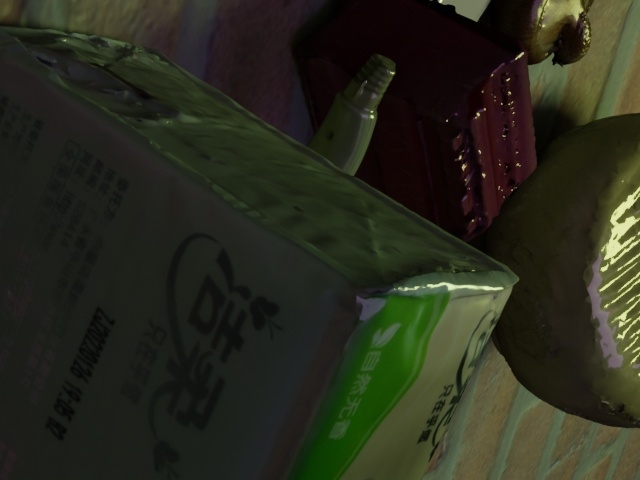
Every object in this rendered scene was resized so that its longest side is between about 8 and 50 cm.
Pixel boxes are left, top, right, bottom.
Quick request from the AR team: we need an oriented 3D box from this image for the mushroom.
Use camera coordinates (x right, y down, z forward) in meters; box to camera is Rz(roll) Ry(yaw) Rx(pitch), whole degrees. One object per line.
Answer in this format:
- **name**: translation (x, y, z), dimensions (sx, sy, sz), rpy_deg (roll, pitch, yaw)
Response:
- **mushroom**: translation (0.203, -0.212, 1.373), dimensions (0.127, 0.087, 0.127), rpy_deg (-44, 153, -30)

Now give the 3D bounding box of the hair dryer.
- **hair dryer**: translation (0.002, 0.025, 1.191), dimensions (0.298, 0.119, 0.296), rpy_deg (-43, 148, 6)

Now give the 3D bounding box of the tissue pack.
- **tissue pack**: translation (-0.116, 0.120, 0.922), dimensions (0.205, 0.332, 0.404), rpy_deg (-1, 119, -56)

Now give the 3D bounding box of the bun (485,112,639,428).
- **bun**: translation (0.298, 0.024, 1.628), dimensions (0.362, 0.234, 0.326), rpy_deg (34, 81, -47)

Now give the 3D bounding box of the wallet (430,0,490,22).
- **wallet**: translation (0.130, -0.232, 1.293), dimensions (0.190, 0.033, 0.095), rpy_deg (-54, 154, -7)

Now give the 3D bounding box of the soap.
- **soap**: translation (0.078, -0.076, 1.236), dimensions (0.099, 0.162, 0.250), rpy_deg (-53, 154, -23)
